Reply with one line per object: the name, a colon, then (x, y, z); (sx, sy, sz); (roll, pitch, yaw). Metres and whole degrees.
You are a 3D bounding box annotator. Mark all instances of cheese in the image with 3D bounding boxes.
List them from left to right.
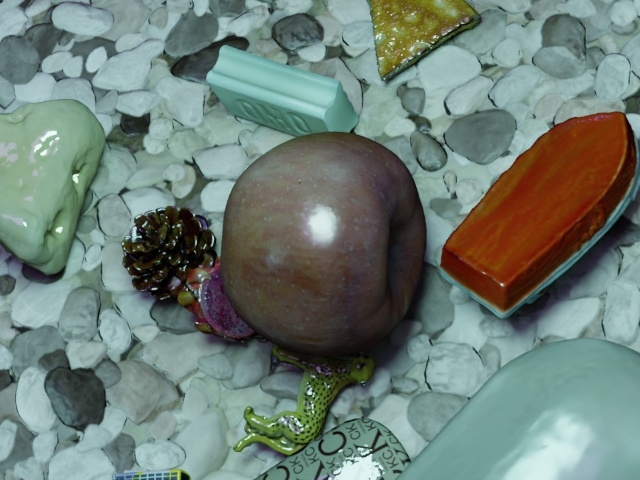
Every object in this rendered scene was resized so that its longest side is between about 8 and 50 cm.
cheese: (-0.455, -0.105, 1.732); (0.248, 0.173, 0.251); (20, 75, 14)

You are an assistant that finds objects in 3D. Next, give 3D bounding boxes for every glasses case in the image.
glasses case: (-0.044, 0.355, 1.457); (0.355, 0.085, 0.137); (-34, 65, 0)

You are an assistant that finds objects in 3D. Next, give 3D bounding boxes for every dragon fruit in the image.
dragon fruit: (-0.134, 0.083, 1.608); (0.068, 0.126, 0.112); (-16, 61, 58)

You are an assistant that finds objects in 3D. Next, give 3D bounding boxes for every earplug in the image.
earplug: (0.253, 0.302, 1.274); (0.312, 0.312, 0.394); (38, 79, 27)

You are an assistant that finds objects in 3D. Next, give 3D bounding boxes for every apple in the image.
apple: (0.000, 0.000, 1.482); (0.235, 0.306, 0.305); (5, 69, 22)

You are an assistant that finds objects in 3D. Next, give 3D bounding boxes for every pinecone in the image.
pinecone: (-0.212, 0.015, 1.637); (0.140, 0.121, 0.140); (-3, 73, 10)

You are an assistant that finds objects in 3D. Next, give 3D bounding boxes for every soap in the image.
soap: (-0.054, -0.204, 1.684); (0.198, 0.119, 0.066); (21, 74, 24)

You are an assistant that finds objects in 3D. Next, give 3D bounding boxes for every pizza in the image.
pizza: (0.138, -0.303, 1.716); (0.185, 0.036, 0.176); (9, 72, 18)

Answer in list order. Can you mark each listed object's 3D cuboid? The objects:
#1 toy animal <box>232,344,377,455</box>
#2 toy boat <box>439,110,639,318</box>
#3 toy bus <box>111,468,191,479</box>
toy animal: (-0.021, 0.215, 1.522); (0.136, 0.073, 0.181); (20, 71, 16)
toy boat: (0.303, -0.034, 1.508); (0.145, 0.133, 0.332); (36, 70, 32)
toy bus: (-0.225, 0.331, 1.542); (0.102, 0.052, 0.058); (-6, 65, 13)
